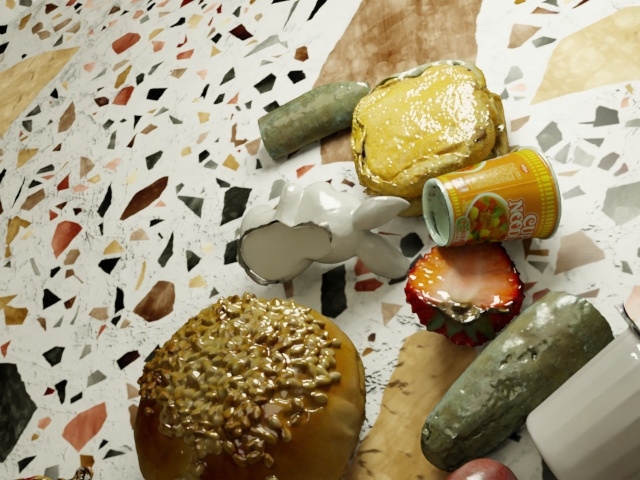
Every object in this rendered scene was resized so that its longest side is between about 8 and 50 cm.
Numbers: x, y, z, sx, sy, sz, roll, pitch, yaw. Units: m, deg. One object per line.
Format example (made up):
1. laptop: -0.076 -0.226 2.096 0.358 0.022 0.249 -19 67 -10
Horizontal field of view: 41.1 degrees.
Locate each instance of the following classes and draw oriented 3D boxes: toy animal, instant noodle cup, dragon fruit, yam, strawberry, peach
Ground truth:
1. toy animal: -0.004 -0.006 1.534 0.326 0.208 0.154 8 31 21
2. instant noodle cup: 0.273 -0.063 1.405 0.185 0.168 0.168 -11 48 -14
3. dragon fruit: -0.504 0.462 1.543 0.191 0.094 0.094 -20 50 -1
4. yam: -0.009 -0.260 1.772 0.259 0.106 0.106 -24 50 11
5. strawberry: 0.240 0.088 1.404 0.190 0.111 0.236 9 36 14
6. peach: 0.229 0.374 1.188 0.152 0.152 0.152 -14 53 19
7. yam: 0.283 0.218 1.278 0.330 0.133 0.133 -44 49 0

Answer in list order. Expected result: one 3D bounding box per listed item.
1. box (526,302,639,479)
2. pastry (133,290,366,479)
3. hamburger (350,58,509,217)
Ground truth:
1. box: 0.402 0.239 1.150 0.206 0.262 0.291 -40 10 11
2. pastry: -0.122 0.265 1.372 0.410 0.245 0.409 -15 50 19
3. hamburger: 0.199 -0.192 1.579 0.319 0.158 0.318 -13 54 19
